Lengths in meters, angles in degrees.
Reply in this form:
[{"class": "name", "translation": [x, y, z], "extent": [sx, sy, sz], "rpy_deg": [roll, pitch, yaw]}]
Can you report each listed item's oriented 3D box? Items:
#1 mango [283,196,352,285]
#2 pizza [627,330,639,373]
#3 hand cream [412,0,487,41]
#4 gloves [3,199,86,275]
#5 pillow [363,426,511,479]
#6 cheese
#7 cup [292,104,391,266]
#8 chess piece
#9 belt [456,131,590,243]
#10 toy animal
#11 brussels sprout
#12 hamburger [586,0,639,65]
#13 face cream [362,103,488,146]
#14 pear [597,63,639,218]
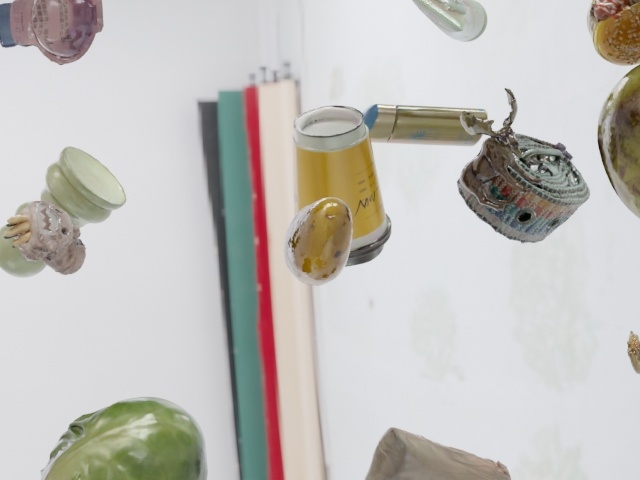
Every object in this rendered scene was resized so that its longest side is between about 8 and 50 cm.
[{"class": "mango", "translation": [-0.001, 0.003, 1.515], "extent": [0.178, 0.090, 0.115], "rpy_deg": [158, -56, -78]}, {"class": "pizza", "translation": [0.550, 0.189, 1.946], "extent": [0.083, 0.025, 0.078], "rpy_deg": [45, 42, -50]}, {"class": "hand cream", "translation": [0.270, -0.466, 2.336], "extent": [0.147, 0.306, 0.093], "rpy_deg": [40, -71, 13]}, {"class": "gloves", "translation": [-0.430, -0.004, 1.785], "extent": [0.110, 0.094, 0.144], "rpy_deg": [54, 0, 17]}, {"class": "pillow", "translation": [0.179, 0.399, 1.788], "extent": [0.173, 0.270, 0.067], "rpy_deg": [-61, -153, 15]}, {"class": "cheese", "translation": [-0.553, -0.449, 2.288], "extent": [0.286, 0.074, 0.188], "rpy_deg": [-1, -85, 30]}, {"class": "cup", "translation": [0.028, -0.098, 2.086], "extent": [0.196, 0.197, 0.279], "rpy_deg": [-123, -159, -56]}, {"class": "chess piece", "translation": [-0.485, -0.032, 2.019], "extent": [0.251, 0.144, 0.144], "rpy_deg": [-44, -142, 15]}, {"class": "belt", "translation": [0.423, -0.115, 2.253], "extent": [0.160, 0.295, 0.206], "rpy_deg": [-54, -128, 30]}, {"class": "toy animal", "translation": [0.319, -0.158, 2.054], "extent": [0.186, 0.094, 0.214], "rpy_deg": [52, -42, 5]}, {"class": "brussels sprout", "translation": [-0.272, 0.331, 1.581], "extent": [0.244, 0.244, 0.244], "rpy_deg": [177, -90, -72]}, {"class": "hamburger", "translation": [0.541, -0.379, 1.849], "extent": [0.173, 0.210, 0.116], "rpy_deg": [61, 5, -33]}, {"class": "face cream", "translation": [0.223, -0.260, 2.538], "extent": [0.139, 0.285, 0.067], "rpy_deg": [113, -23, -65]}, {"class": "pear", "translation": [0.568, -0.154, 1.760], "extent": [0.283, 0.284, 0.283], "rpy_deg": [177, -90, -72]}]
